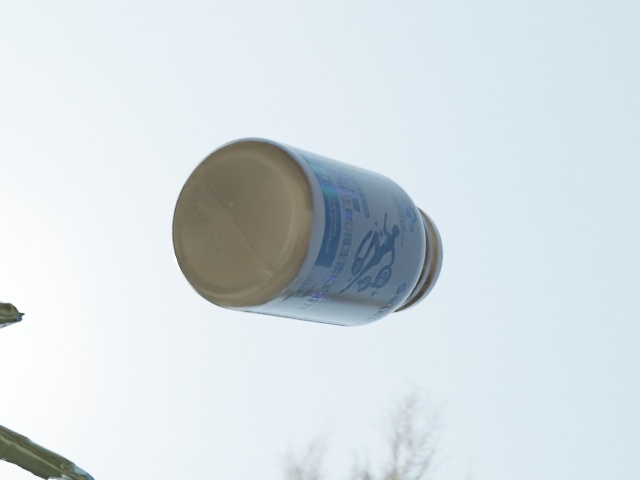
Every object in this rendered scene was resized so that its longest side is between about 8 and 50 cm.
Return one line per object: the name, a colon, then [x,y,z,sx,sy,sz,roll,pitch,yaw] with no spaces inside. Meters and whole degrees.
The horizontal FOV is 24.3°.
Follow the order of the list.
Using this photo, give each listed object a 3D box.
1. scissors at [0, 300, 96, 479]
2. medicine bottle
scissors: [-0.273,0.052,0.737,0.384,0.029,0.256,8,-57,28]
medicine bottle: [0.000,0.000,0.961,0.107,0.191,0.107,-5,-100,33]
